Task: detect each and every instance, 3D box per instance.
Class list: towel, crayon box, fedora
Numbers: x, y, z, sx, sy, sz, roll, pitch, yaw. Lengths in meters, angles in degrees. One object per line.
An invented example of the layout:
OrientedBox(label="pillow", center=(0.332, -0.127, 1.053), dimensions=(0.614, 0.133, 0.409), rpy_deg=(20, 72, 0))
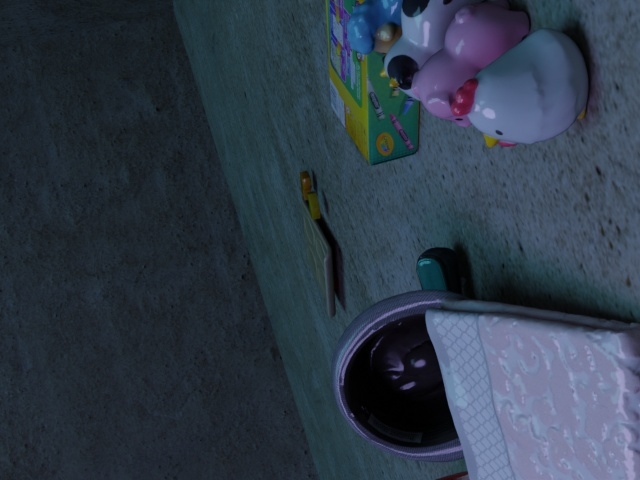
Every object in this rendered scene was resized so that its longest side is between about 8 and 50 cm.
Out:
OrientedBox(label="towel", center=(0.256, 0.232, 0.980), dimensions=(0.317, 0.053, 0.331), rpy_deg=(5, 113, 60))
OrientedBox(label="crayon box", center=(0.073, -0.268, 1.258), dimensions=(0.278, 0.081, 0.165), rpy_deg=(86, 163, -44))
OrientedBox(label="fedora", center=(0.152, 0.168, 1.198), dimensions=(0.243, 0.275, 0.124), rpy_deg=(50, -155, -3))

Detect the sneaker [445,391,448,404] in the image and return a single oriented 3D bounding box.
OrientedBox(label="sneaker", center=(0.246, 0.287, 1.228), dimensions=(0.214, 0.084, 0.083), rpy_deg=(-113, 2, -49))

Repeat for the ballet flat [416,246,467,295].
OrientedBox(label="ballet flat", center=(0.186, 0.101, 1.276), dimensions=(0.074, 0.074, 0.203), rpy_deg=(-139, 35, -69))

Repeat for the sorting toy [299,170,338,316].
OrientedBox(label="sorting toy", center=(0.000, 0.000, 2.057), dimensions=(0.229, 0.041, 0.307), rpy_deg=(-112, 13, -45))

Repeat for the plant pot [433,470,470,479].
OrientedBox(label="plant pot", center=(0.193, 0.491, 1.271), dimensions=(0.275, 0.275, 0.243), rpy_deg=(136, 115, -76))

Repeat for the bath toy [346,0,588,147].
OrientedBox(label="bath toy", center=(0.142, -0.191, 0.938), dimensions=(0.348, 0.129, 0.151), rpy_deg=(-125, 22, -55))
